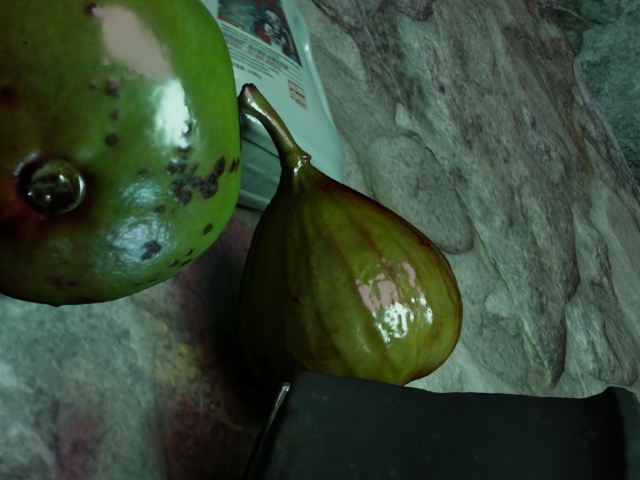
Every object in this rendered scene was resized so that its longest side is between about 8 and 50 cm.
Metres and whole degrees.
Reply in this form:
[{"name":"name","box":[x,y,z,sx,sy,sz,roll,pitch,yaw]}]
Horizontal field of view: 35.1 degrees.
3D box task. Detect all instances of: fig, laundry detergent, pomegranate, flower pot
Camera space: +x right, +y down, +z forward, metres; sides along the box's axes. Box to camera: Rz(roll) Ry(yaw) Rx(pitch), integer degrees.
[{"name":"fig","box":[0.000,0.000,0.949,0.217,0.217,0.321,-41,115,-58]},{"name":"laundry detergent","box":[-0.092,-0.233,1.133,0.264,0.125,0.398,25,45,-42]},{"name":"pomegranate","box":[-0.179,-0.107,0.770,0.291,0.291,0.323,54,23,-12]},{"name":"flower pot","box":[0.053,0.245,0.784,0.251,0.379,0.379,22,40,-4]}]
